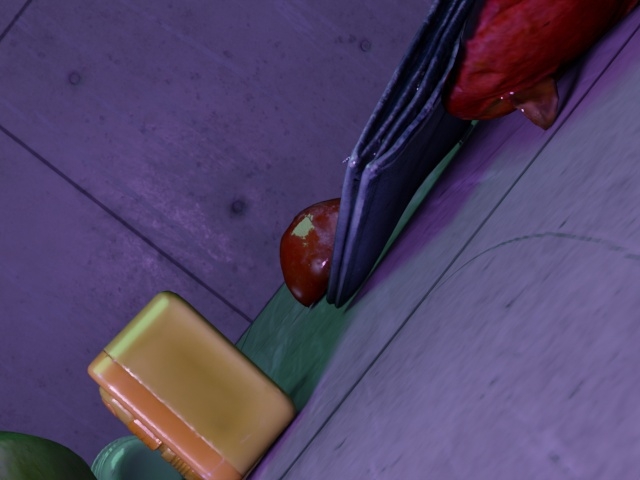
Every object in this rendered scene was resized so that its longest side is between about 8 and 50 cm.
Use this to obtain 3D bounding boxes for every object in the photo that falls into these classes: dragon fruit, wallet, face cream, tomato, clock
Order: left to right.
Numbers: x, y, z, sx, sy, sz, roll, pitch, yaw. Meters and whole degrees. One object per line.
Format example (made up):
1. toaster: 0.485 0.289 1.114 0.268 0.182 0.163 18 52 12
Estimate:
1. face cream: -0.231 0.294 1.136 0.102 0.102 0.345 -53 1 -26
2. clock: -0.106 0.122 0.757 0.096 0.143 0.202 -50 1 -13
3. tomato: 0.000 0.000 1.246 0.159 0.091 0.139 -51 3 -30
4. wallet: 0.089 -0.099 0.852 0.290 0.054 0.251 -61 -13 -27
5. dragon fruit: 0.168 -0.194 0.586 0.282 0.100 0.343 -43 -19 -55

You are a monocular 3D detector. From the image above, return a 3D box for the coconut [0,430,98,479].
1. coconut: -0.274 0.289 0.849 0.205 0.236 0.236 -7 -32 -42
